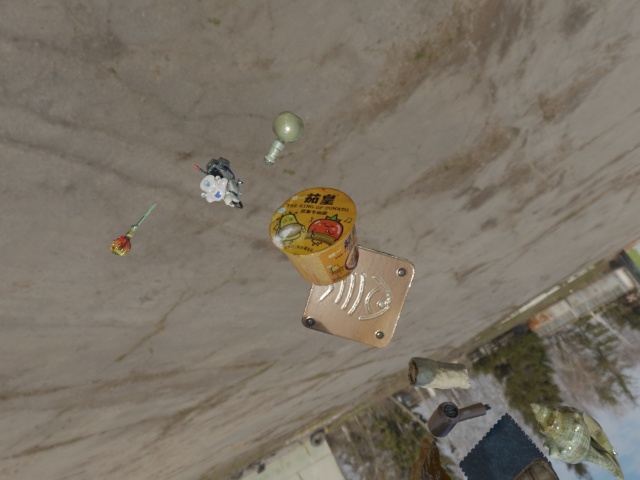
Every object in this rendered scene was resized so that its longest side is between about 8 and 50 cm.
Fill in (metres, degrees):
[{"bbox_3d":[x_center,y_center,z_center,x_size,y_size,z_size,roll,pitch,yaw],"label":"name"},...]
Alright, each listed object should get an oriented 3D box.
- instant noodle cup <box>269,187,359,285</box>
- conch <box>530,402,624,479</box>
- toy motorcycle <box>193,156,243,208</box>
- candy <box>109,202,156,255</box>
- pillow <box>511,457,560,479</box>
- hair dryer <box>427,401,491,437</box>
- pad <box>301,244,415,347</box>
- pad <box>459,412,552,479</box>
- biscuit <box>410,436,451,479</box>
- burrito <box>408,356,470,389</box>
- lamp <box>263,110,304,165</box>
[{"bbox_3d":[0.000,0.000,1.245,0.215,0.216,0.172,-27,138,-5],"label":"instant noodle cup"},{"bbox_3d":[0.816,0.635,1.623,0.169,0.386,0.203,-18,-146,54],"label":"conch"},{"bbox_3d":[-0.327,-0.192,1.637,0.150,0.221,0.102,26,118,-40],"label":"toy motorcycle"},{"bbox_3d":[-0.565,-0.037,1.530,0.201,0.060,0.060,-58,168,-20],"label":"candy"},{"bbox_3d":[0.361,0.518,0.943,0.038,0.131,0.232,39,104,-25],"label":"pillow"},{"bbox_3d":[0.388,0.471,1.366,0.181,0.064,0.117,-10,141,-18],"label":"hair dryer"},{"bbox_3d":[0.113,0.160,1.487,0.018,0.283,0.287,-100,-153,-78],"label":"pad"},{"bbox_3d":[0.604,0.747,1.668,0.012,0.270,0.269,36,96,-21],"label":"pad"},{"bbox_3d":[0.288,0.708,1.298,0.051,0.376,0.269,-15,144,26],"label":"biscuit"},{"bbox_3d":[0.458,0.534,1.998,0.299,0.143,0.105,13,97,-28],"label":"burrito"},{"bbox_3d":[-0.115,-0.286,1.430,0.163,0.091,0.091,-57,154,8],"label":"lamp"}]
